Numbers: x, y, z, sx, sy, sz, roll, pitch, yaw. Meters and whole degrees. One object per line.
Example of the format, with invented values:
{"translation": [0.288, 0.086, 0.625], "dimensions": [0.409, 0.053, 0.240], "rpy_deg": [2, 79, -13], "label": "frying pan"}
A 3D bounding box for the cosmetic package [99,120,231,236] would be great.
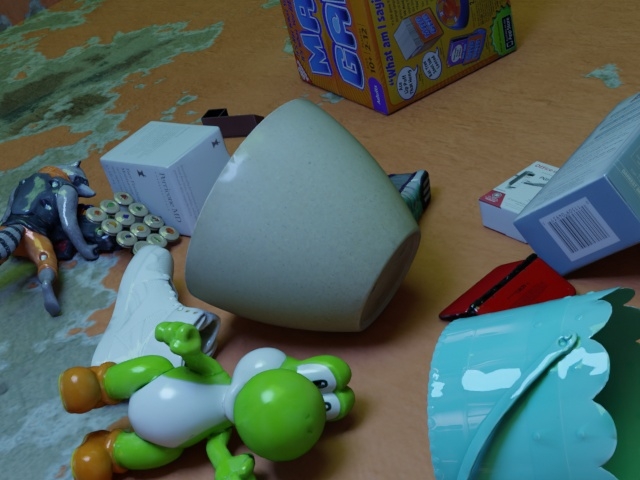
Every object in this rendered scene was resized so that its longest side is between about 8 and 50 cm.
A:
{"translation": [-0.275, -0.117, 1.843], "dimensions": [0.184, 0.151, 0.151], "rpy_deg": [9, 39, 37], "label": "cosmetic package"}

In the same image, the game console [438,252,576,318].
{"translation": [0.261, 0.089, 1.395], "dimensions": [0.144, 0.085, 0.124], "rpy_deg": [-36, 67, -28], "label": "game console"}

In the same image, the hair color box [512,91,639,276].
{"translation": [0.459, -0.114, 1.460], "dimensions": [0.374, 0.113, 0.185], "rpy_deg": [-43, 7, -37], "label": "hair color box"}

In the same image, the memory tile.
{"translation": [-0.330, -0.029, 1.756], "dimensions": [0.148, 0.012, 0.113], "rpy_deg": [36, 39, 13], "label": "memory tile"}

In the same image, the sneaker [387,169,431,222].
{"translation": [0.108, -0.048, 1.626], "dimensions": [0.098, 0.083, 0.223], "rpy_deg": [3, 25, 22], "label": "sneaker"}

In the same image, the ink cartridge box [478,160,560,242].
{"translation": [0.332, -0.063, 1.566], "dimensions": [0.135, 0.056, 0.099], "rpy_deg": [-32, 33, -24], "label": "ink cartridge box"}

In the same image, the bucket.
{"translation": [0.236, 0.189, 1.004], "dimensions": [0.183, 0.281, 0.281], "rpy_deg": [-10, 30, 28], "label": "bucket"}

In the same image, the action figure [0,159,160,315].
{"translation": [-0.468, -0.022, 1.760], "dimensions": [0.341, 0.178, 0.330], "rpy_deg": [-2, 42, 13], "label": "action figure"}

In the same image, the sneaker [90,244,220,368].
{"translation": [-0.221, 0.115, 1.501], "dimensions": [0.169, 0.108, 0.292], "rpy_deg": [-6, 42, 14], "label": "sneaker"}

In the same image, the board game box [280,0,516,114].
{"translation": [0.147, -0.535, 2.123], "dimensions": [0.356, 0.356, 0.356], "rpy_deg": [-29, 33, -21], "label": "board game box"}

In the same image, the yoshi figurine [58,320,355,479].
{"translation": [-0.140, 0.212, 1.233], "dimensions": [0.362, 0.203, 0.203], "rpy_deg": [-10, 47, 6], "label": "yoshi figurine"}

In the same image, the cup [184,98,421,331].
{"translation": [0.000, 0.000, 1.420], "dimensions": [0.237, 0.331, 0.331], "rpy_deg": [31, 49, 16], "label": "cup"}

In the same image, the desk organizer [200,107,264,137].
{"translation": [-0.184, -0.251, 2.117], "dimensions": [0.130, 0.050, 0.047], "rpy_deg": [-1, 34, 23], "label": "desk organizer"}
